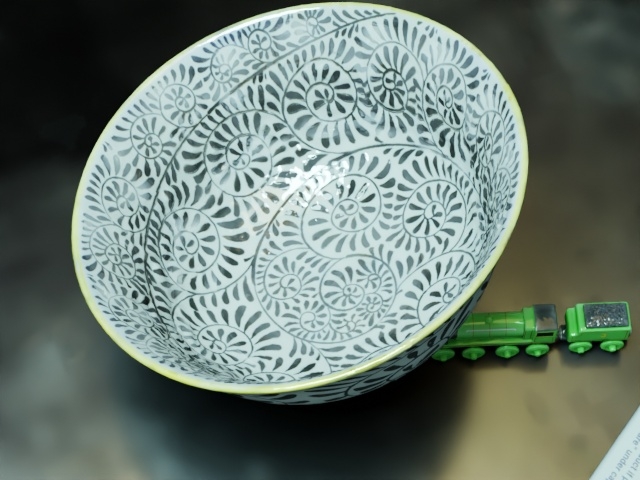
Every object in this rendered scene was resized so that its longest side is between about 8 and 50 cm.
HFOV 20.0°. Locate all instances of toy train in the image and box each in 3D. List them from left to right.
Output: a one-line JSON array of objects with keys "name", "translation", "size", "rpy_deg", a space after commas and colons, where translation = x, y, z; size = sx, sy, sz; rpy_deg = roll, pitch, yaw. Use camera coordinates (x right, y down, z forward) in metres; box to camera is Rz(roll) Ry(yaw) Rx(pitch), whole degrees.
[{"name": "toy train", "translation": [0.080, 0.034, 0.703], "size": [0.083, 0.024, 0.017], "rpy_deg": [-3, 64, -2]}]

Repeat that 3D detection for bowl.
[{"name": "bowl", "translation": [0.000, 0.000, 0.679], "size": [0.170, 0.080, 0.170], "rpy_deg": [-8, 56, 12]}]

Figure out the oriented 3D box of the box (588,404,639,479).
[{"name": "box", "translation": [0.144, 0.127, 0.605], "size": [0.137, 0.072, 0.126], "rpy_deg": [35, 98, 16]}]
